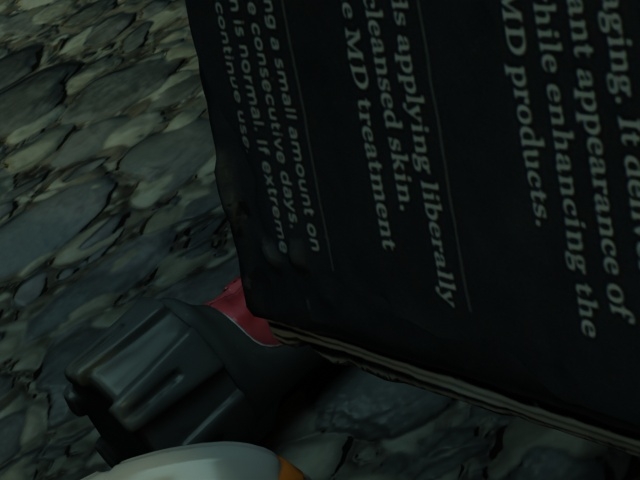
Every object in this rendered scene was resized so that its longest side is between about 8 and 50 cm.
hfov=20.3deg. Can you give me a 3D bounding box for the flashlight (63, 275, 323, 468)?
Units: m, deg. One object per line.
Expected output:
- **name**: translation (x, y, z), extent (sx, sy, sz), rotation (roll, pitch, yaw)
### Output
- **flashlight**: translation (0.000, 0.000, 0.924), extent (0.304, 0.103, 0.103), rotation (-39, 66, -24)

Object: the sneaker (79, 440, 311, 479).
- **sneaker**: translation (-0.147, 0.199, 0.751), extent (0.321, 0.124, 0.180), rotation (-21, 32, 14)

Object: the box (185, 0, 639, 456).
- **box**: translation (0.268, -0.132, 0.551), extent (0.480, 0.297, 0.472), rotation (-21, 20, -30)
